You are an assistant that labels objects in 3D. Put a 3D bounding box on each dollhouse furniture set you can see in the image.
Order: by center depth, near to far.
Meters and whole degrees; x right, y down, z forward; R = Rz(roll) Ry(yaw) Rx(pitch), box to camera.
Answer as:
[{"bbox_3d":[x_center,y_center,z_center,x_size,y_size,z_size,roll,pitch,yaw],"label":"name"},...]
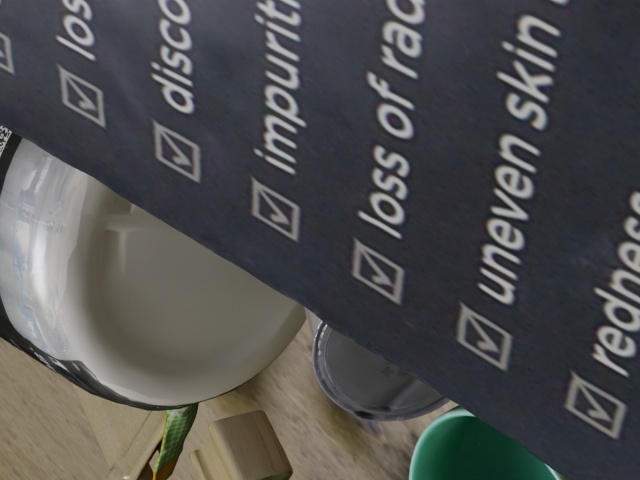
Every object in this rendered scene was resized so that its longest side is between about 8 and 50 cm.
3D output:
[{"bbox_3d":[-0.052,0.115,1.324,0.301,0.151,0.197,62,140,28],"label":"dollhouse furniture set"}]

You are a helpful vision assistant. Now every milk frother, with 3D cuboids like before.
[{"bbox_3d":[0.000,0.000,0.953,0.134,0.143,0.129,-106,18,-60],"label":"milk frother"}]

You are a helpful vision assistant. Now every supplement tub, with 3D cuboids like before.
[{"bbox_3d":[-0.161,-0.046,1.143,0.338,0.207,0.207,25,142,47],"label":"supplement tub"}]

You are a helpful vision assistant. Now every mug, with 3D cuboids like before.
[{"bbox_3d":[0.119,0.139,0.978,0.129,0.097,0.157,48,140,26],"label":"mug"}]

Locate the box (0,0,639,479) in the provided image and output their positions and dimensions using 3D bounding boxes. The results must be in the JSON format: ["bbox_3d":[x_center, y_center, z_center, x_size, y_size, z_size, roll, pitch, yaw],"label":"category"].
[{"bbox_3d":[0.008,-0.251,0.382,0.472,0.297,0.480,29,148,18],"label":"box"}]
